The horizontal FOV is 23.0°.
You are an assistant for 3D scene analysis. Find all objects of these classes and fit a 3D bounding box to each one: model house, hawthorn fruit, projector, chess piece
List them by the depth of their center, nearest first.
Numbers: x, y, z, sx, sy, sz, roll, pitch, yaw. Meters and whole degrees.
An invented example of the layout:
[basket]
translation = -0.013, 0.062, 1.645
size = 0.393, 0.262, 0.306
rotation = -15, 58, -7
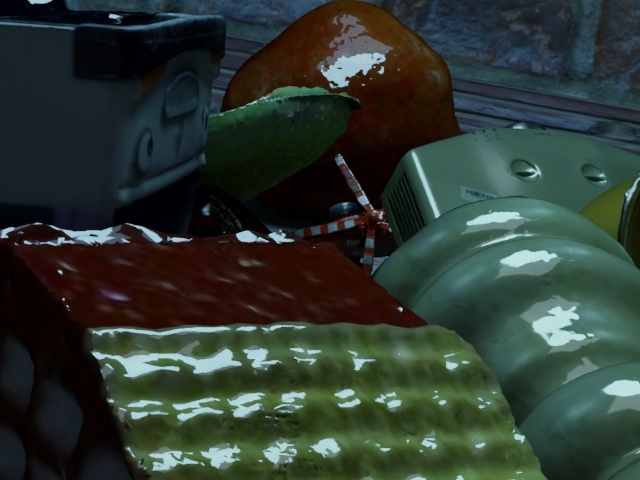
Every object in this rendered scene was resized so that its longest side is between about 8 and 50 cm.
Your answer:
[model house]
translation = -0.032, 0.102, 0.682
size = 0.196, 0.160, 0.254
rotation = 1, 16, -32
[chess piece]
translation = 0.144, 0.112, 0.766
size = 0.182, 0.182, 0.330
rotation = 5, 19, -17
[projector]
translation = 0.184, -0.002, 1.266
size = 0.269, 0.088, 0.194
rotation = 3, 50, -26
[hawthorn fruit]
translation = 0.004, -0.115, 1.557
size = 0.261, 0.224, 0.224
rotation = -24, 29, -29

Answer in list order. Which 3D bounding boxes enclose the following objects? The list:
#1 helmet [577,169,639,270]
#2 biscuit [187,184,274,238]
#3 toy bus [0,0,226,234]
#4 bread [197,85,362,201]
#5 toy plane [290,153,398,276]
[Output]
[helmet]
translation = 0.234, 0.053, 1.070
size = 0.257, 0.205, 0.140
rotation = 33, -29, -34
[biscuit]
translation = -0.028, 0.041, 1.036
size = 0.151, 0.063, 0.235
rotation = 48, -3, -19
[toy bus]
translation = -0.291, -0.052, 0.962
size = 0.439, 0.249, 0.209
rotation = 5, 10, 9
[bread]
translation = -0.106, -0.043, 1.191
size = 0.301, 0.045, 0.301
rotation = -22, -5, -2
[toy plane]
translation = 0.002, 0.007, 1.320
size = 0.194, 0.126, 0.077
rotation = -27, -16, -8
